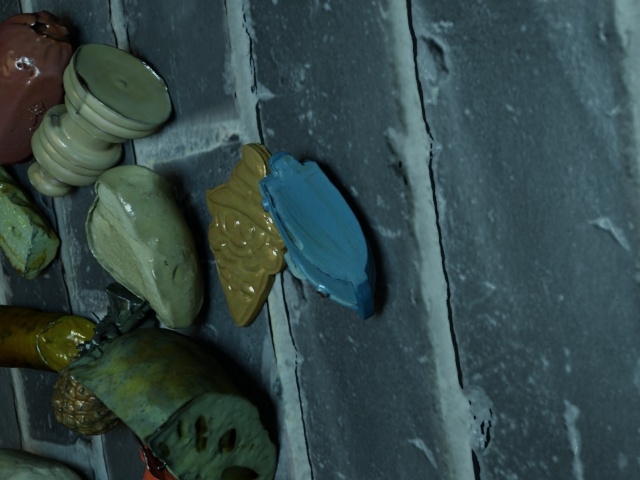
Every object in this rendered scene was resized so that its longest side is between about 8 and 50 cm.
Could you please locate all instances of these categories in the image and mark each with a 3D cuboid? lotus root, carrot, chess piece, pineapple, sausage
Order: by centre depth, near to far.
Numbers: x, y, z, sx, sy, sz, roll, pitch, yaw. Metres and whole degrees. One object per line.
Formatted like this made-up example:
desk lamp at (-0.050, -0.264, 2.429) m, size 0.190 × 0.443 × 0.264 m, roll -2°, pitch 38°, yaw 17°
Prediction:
lotus root at (-0.198, 0.222, 1.103) m, size 0.260 × 0.149 × 0.267 m, roll 31°, pitch 156°, yaw 41°
chess piece at (-0.352, -0.149, 1.210) m, size 0.307 × 0.138 × 0.124 m, roll -37°, pitch 55°, yaw 45°
pineapple at (-0.327, 0.177, 1.243) m, size 0.128 × 0.128 × 0.248 m, roll 41°, pitch 118°, yaw 29°
sausage at (-0.471, -0.231, 1.270) m, size 0.279 × 0.152 × 0.152 m, roll -45°, pitch 69°, yaw 38°
carrot at (-0.509, 0.172, 1.407) m, size 0.301 × 0.114 × 0.114 m, roll -1°, pitch 97°, yaw 41°

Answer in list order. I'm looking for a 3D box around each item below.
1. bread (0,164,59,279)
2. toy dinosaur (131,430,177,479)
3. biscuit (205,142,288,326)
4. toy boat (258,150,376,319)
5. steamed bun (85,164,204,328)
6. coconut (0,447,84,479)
bread at (-0.542, -0.050, 1.415) m, size 0.232 × 0.088 × 0.128 m, roll 43°, pitch 133°, yaw 20°
toy dinosaur at (-0.225, 0.343, 1.161) m, size 0.286 × 0.070 × 0.139 m, roll 23°, pitch 134°, yaw 63°
biscuit at (-0.098, -0.003, 1.064) m, size 0.162 × 0.035 × 0.250 m, roll 19°, pitch 112°, yaw 42°
toy boat at (0.000, 0.000, 0.954) m, size 0.215 × 0.088 × 0.102 m, roll 56°, pitch 163°, yaw 18°
steamed bun at (-0.233, -0.011, 1.124) m, size 0.231 × 0.110 × 0.212 m, roll 39°, pitch 144°, yaw 26°
coconut at (-0.548, 0.502, 1.391) m, size 0.328 × 0.328 × 0.329 m, roll 9°, pitch 104°, yaw 40°
